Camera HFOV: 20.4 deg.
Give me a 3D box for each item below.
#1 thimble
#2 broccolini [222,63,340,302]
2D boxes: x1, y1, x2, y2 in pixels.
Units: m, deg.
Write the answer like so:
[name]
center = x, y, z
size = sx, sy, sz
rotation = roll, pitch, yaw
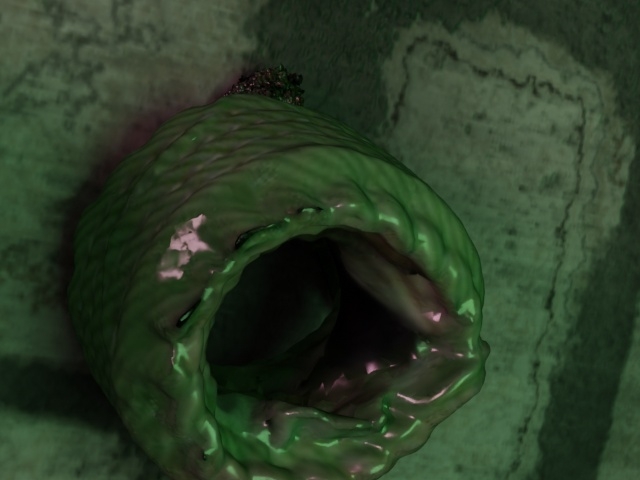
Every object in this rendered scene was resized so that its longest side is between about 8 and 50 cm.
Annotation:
[thimble]
center = -0.021, 0.037, 0.974
size = 0.219, 0.150, 0.219
rotation = -11, 117, -22
[broccolini]
center = 0.000, 0.000, 1.083
size = 0.051, 0.054, 0.239
rotation = -20, 120, 3
